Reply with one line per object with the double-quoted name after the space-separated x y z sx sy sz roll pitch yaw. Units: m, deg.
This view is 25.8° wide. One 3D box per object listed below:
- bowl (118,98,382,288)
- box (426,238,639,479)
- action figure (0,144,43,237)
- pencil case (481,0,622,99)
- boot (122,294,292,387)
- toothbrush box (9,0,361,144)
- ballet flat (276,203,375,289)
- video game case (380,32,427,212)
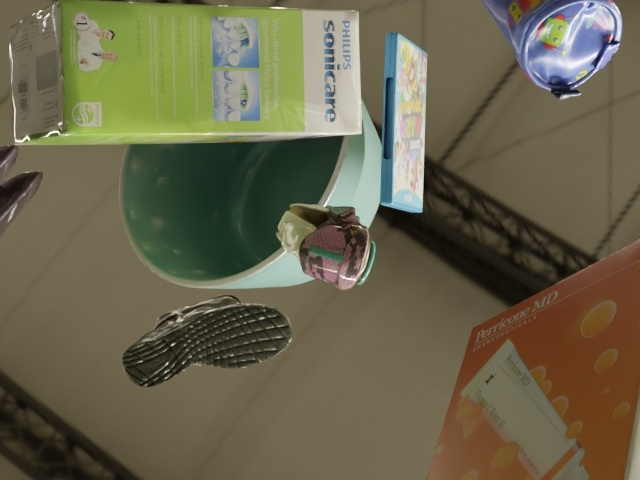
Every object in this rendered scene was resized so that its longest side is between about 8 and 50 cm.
-0.053 -0.074 1.536 0.311 0.163 0.312 -15 -117 32 "bowl"
0.198 0.194 0.987 0.215 0.168 0.345 -34 -156 42 "box"
-0.254 -0.085 0.567 0.285 0.185 0.099 36 -112 -1 "action figure"
0.236 -0.290 1.550 0.119 0.133 0.306 -54 -146 28 "pencil case"
-0.136 0.107 1.843 0.246 0.083 0.161 -15 -163 22 "boot"
-0.131 -0.152 1.311 0.206 0.283 0.122 -177 -96 -65 "toothbrush box"
0.000 0.000 1.273 0.221 0.079 0.077 -125 -124 -84 "ballet flat"
0.084 -0.115 1.393 0.015 0.119 0.166 2 -92 18 "video game case"
